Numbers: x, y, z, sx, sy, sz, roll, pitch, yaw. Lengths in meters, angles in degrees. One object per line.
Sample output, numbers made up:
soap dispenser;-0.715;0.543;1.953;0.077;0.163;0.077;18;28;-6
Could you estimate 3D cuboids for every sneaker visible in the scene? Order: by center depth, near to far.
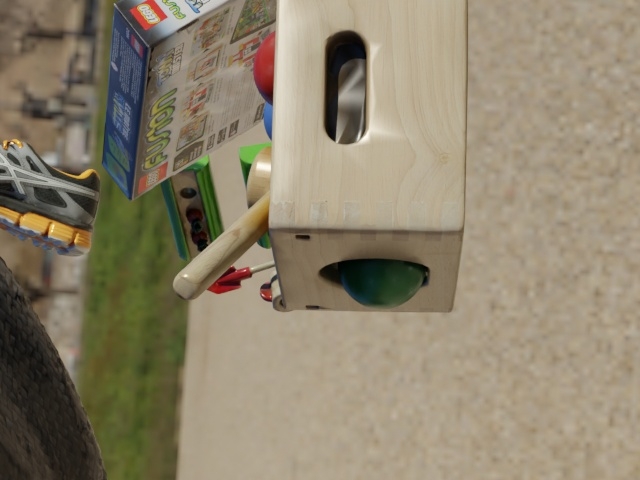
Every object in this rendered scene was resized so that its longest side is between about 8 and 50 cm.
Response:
sneaker;-0.303;-0.059;1.601;0.084;0.215;0.083;-15;52;68

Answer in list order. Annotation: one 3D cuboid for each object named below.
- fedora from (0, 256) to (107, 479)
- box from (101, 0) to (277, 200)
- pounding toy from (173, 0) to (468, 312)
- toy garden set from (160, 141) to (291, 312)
fedora;-0.190;0.106;0.715;0.152;0.334;0.334;-27;-45;-45
box;-0.078;-0.108;1.086;0.036;0.114;0.207;52;158;14
pounding toy;0.004;-0.028;0.666;0.130;0.100;0.141;83;-172;-72
toy garden set;0.000;0.000;1.469;0.203;0.244;0.049;81;-179;-49
